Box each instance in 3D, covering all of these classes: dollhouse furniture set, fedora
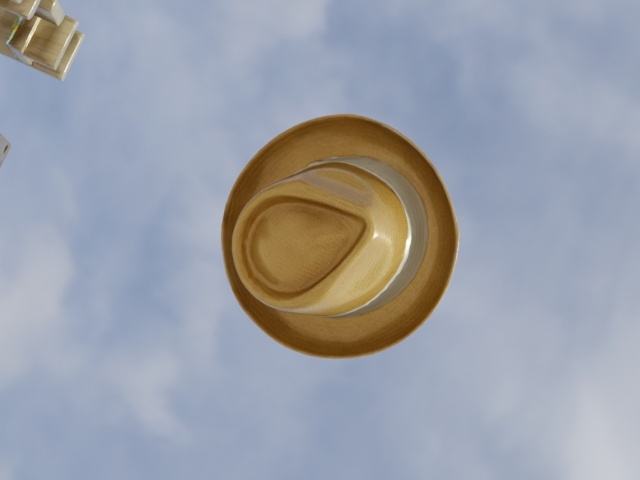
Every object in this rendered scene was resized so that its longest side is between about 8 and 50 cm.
[{"bbox_3d":[-0.274,-0.182,1.123,0.161,0.212,0.242,24,-98,3],"label":"dollhouse furniture set"},{"bbox_3d":[0.000,0.000,1.102,0.194,0.079,0.194,2,-85,26],"label":"fedora"}]
